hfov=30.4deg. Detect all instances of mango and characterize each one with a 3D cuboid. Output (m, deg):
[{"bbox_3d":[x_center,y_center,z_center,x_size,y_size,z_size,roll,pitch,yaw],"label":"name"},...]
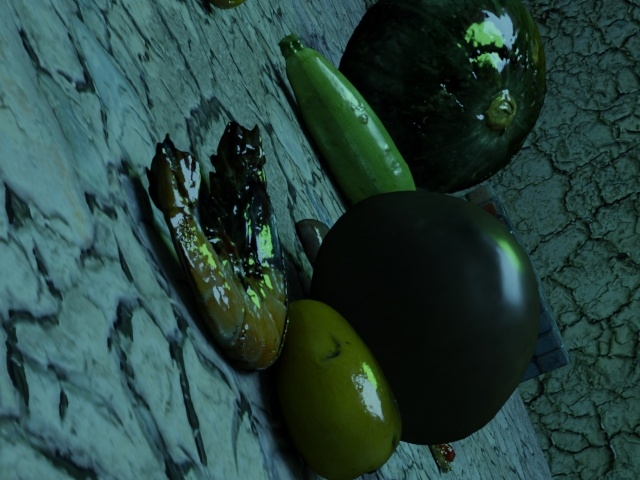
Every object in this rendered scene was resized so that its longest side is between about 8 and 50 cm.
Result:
[{"bbox_3d":[0.010,0.129,1.076,0.137,0.098,0.195,55,12,-49],"label":"mango"}]

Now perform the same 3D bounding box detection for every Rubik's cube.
[{"bbox_3d":[0.240,0.095,1.911,0.237,0.237,0.238,56,15,-39],"label":"Rubik's cube"}]

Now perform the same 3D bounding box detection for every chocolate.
[{"bbox_3d":[0.000,0.000,1.505,0.100,0.031,0.064,-5,76,-81],"label":"chocolate"}]

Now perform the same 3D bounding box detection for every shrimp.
[{"bbox_3d":[-0.090,-0.030,1.039,0.222,0.054,0.290,56,22,-44],"label":"shrimp"}]

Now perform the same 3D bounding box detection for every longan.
[{"bbox_3d":[0.108,0.081,1.320,0.243,0.300,0.300,14,36,-21],"label":"longan"}]

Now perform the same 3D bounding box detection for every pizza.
[{"bbox_3d":[0.176,0.289,1.730,0.099,0.029,0.100,23,43,-76],"label":"pizza"}]

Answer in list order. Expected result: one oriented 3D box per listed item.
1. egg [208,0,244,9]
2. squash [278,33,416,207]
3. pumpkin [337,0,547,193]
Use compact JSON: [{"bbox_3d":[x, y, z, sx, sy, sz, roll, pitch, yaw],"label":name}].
[{"bbox_3d":[-0.127,-0.341,1.535,0.083,0.071,0.071,34,33,-65],"label":"egg"},{"bbox_3d":[0.046,-0.170,1.886,0.370,0.118,0.118,59,12,-28],"label":"squash"},{"bbox_3d":[0.249,-0.306,2.341,0.344,0.454,0.454,46,-6,43],"label":"pumpkin"}]
